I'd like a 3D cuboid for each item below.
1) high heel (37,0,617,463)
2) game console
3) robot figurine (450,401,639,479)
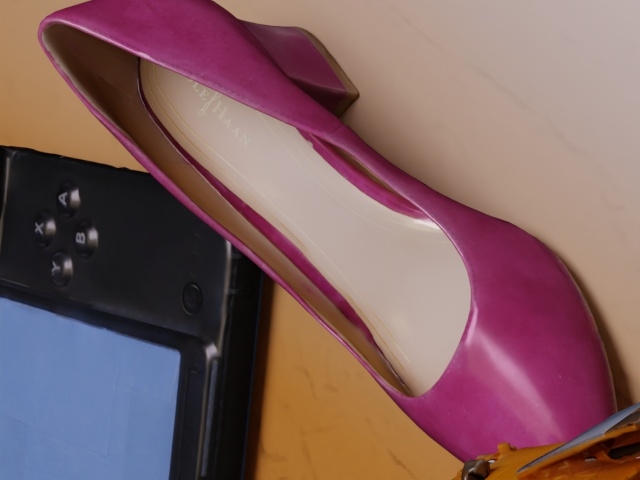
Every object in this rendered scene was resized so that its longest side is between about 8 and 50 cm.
[{"bbox_3d":[0.000,0.000,0.674,0.082,0.117,0.244,-53,55,32],"label":"high heel"},{"bbox_3d":[-0.175,0.108,0.817,0.250,0.173,0.293,12,99,46],"label":"game console"},{"bbox_3d":[0.161,0.115,0.510,0.291,0.085,0.211,-9,103,46],"label":"robot figurine"}]
